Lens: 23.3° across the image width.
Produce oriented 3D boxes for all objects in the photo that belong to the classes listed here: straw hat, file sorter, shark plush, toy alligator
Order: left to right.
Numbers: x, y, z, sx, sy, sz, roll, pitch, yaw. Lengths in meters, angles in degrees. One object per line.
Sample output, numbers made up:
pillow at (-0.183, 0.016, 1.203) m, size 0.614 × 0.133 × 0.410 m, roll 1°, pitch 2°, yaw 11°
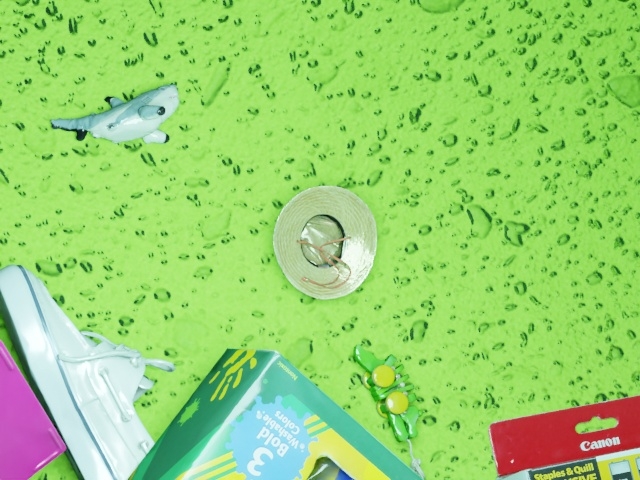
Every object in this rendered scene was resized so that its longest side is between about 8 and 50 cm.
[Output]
file sorter at (-0.479, 0.217, 1.733) m, size 0.291 × 0.202 × 0.182 m, roll -38°, pitch 48°, yaw -18°
shark plush at (-0.257, -0.155, 1.974) m, size 0.161 × 0.073 × 0.067 m, roll -16°, pitch 61°, yaw 5°
straw hat at (0.000, 0.000, 1.980) m, size 0.144 × 0.061 × 0.144 m, roll -1°, pitch 96°, yaw -12°
toy alligator at (0.103, 0.209, 1.962) m, size 0.051 × 0.056 × 0.189 m, roll -26°, pitch 85°, yaw -17°

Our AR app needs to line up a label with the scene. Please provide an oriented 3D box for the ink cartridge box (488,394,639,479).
ink cartridge box at (0.393, 0.332, 1.967) m, size 0.309 × 0.130 × 0.271 m, roll -9°, pitch 80°, yaw -15°

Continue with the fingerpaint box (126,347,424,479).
fingerpaint box at (-0.028, 0.403, 1.786) m, size 0.445 × 0.163 × 0.371 m, roll 43°, pitch 72°, yaw -16°

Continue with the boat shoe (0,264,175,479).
boat shoe at (-0.250, 0.175, 1.847) m, size 0.156 × 0.136 × 0.367 m, roll -27°, pitch 88°, yaw -17°
